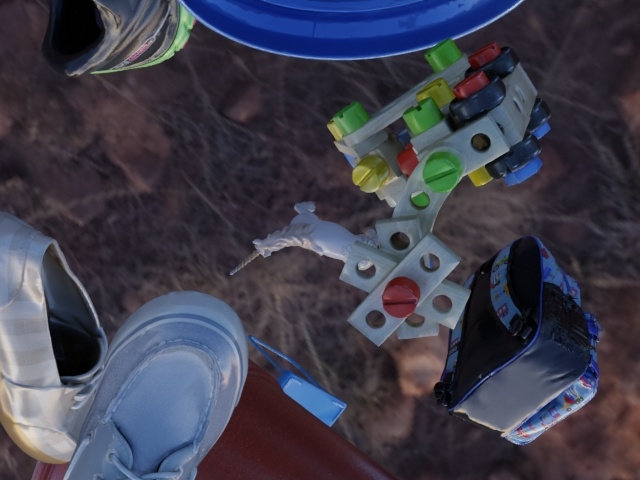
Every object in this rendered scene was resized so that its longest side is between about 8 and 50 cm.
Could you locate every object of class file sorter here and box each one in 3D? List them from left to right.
[{"bbox_3d":[-0.080,0.215,1.922,0.170,0.104,0.118,-52,137,3],"label":"file sorter"}]

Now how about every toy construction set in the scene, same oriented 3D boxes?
[{"bbox_3d":[0.090,-0.063,1.392,0.215,0.327,0.151,-29,116,21],"label":"toy construction set"}]

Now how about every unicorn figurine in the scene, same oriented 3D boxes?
[{"bbox_3d":[0.000,0.000,1.618,0.162,0.111,0.060,6,104,4],"label":"unicorn figurine"}]

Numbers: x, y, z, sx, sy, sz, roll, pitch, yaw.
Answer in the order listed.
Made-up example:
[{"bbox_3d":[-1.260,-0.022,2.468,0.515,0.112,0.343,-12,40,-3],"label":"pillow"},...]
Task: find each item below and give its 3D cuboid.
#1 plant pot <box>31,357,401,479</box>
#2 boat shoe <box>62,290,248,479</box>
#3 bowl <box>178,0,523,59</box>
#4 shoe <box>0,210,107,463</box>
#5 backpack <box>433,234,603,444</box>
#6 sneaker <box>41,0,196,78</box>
[{"bbox_3d":[-0.056,0.244,1.361,0.272,0.265,0.272,-34,138,-37],"label":"plant pot"},{"bbox_3d":[-0.101,0.129,0.912,0.079,0.081,0.227,19,126,-13],"label":"boat shoe"},{"bbox_3d":[0.037,-0.308,1.614,0.391,0.391,0.077,8,64,-25],"label":"bowl"},{"bbox_3d":[-0.168,0.068,1.009,0.058,0.076,0.219,4,139,15],"label":"shoe"},{"bbox_3d":[0.197,0.090,1.611,0.117,0.173,0.158,30,128,-19],"label":"backpack"},{"bbox_3d":[-0.248,-0.369,1.766,0.202,0.185,0.482,-31,137,-29],"label":"sneaker"}]
